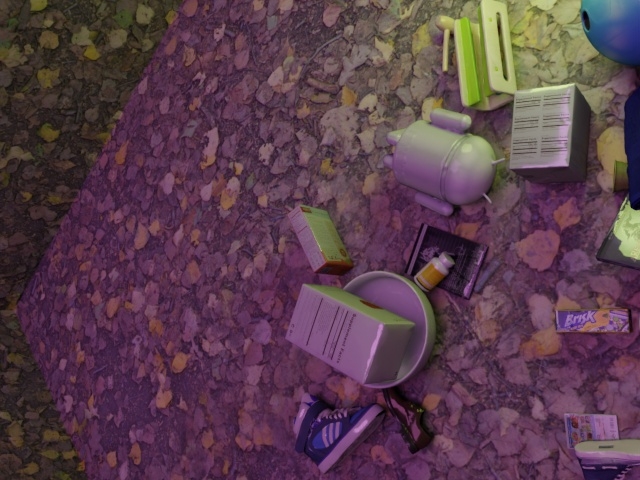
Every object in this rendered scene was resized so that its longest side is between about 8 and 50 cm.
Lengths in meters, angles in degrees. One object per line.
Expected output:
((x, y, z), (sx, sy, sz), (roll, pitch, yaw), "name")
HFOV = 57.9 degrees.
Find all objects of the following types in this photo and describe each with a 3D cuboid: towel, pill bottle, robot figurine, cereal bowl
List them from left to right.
((0.198, 0.264, 1.731), (0.338, 0.141, 0.339), (-6, 80, 35), "cereal bowl")
((0.332, 0.090, 1.681), (0.116, 0.065, 0.065), (-48, 59, 23), "pill bottle")
((0.348, -0.221, 1.651), (0.353, 0.199, 0.300), (26, 127, 36), "robot figurine")
((0.775, -0.244, 1.300), (0.076, 0.228, 0.309), (11, 65, -2), "towel")

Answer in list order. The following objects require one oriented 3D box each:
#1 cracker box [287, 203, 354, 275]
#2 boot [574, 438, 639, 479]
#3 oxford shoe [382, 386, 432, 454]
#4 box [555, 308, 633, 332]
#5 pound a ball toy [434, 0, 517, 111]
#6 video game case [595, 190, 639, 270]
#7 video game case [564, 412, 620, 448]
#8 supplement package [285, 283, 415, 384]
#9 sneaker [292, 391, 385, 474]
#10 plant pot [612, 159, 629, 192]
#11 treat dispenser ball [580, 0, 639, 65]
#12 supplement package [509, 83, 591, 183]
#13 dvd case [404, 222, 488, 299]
((0.000, 0.000, 1.905), (0.067, 0.155, 0.232), (-38, 63, 27), "cracker box")
((0.705, 0.523, 1.363), (0.190, 0.069, 0.086), (-16, 95, 43), "boot")
((0.256, 0.500, 1.706), (0.096, 0.083, 0.227), (-33, 65, 8), "oxford shoe")
((0.677, 0.200, 1.439), (0.168, 0.054, 0.059), (-6, 80, 35), "box")
((0.457, -0.535, 1.679), (0.208, 0.135, 0.320), (-22, 69, 59), "pound a ball toy")
((0.793, -0.009, 1.299), (0.274, 0.026, 0.196), (18, 72, 48), "video game case")
((0.671, 0.473, 1.432), (0.122, 0.011, 0.087), (-9, 79, 35), "video game case")
((0.081, 0.254, 1.621), (0.292, 0.177, 0.176), (23, 97, 36), "supplement package")
((0.032, 0.551, 1.819), (0.236, 0.130, 0.323), (49, 118, 26), "sneaker")
((0.762, -0.156, 1.418), (0.079, 0.083, 0.084), (4, 86, 25), "plant pot")
((0.758, -0.553, 1.338), (0.288, 0.288, 0.289), (-6, 80, 36), "treat dispenser ball")
((0.589, -0.264, 1.481), (0.149, 0.194, 0.203), (3, 84, 36), "supplement package")
((0.368, 0.059, 1.711), (0.221, 0.018, 0.165), (23, 99, 36), "dvd case")
